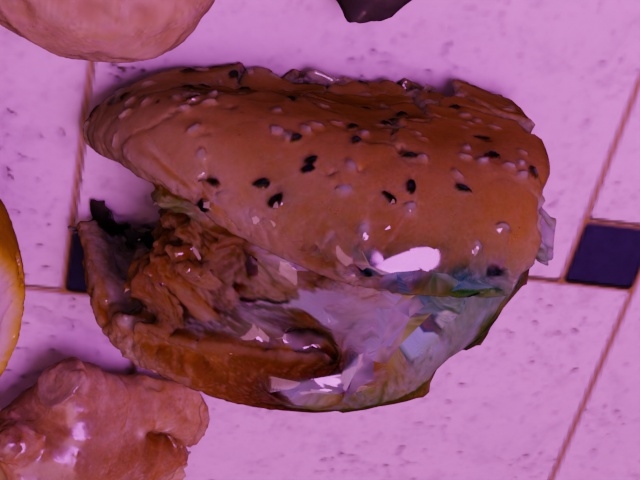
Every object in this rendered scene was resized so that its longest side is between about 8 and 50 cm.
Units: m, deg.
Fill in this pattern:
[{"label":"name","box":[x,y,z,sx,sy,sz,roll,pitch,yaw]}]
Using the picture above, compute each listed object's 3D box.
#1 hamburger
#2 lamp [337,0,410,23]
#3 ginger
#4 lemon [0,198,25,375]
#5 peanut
[{"label":"hamburger","box":[0.000,0.000,0.759,0.288,0.192,0.168,4,116,-9]},{"label":"lamp","box":[0.070,-0.206,0.665,0.101,0.101,0.250,15,135,-16]},{"label":"ginger","box":[-0.181,0.165,0.904,0.157,0.102,0.216,13,123,-48]},{"label":"lemon","box":[-0.298,0.023,0.715,0.219,0.240,0.240,34,125,18]},{"label":"peanut","box":[-0.123,-0.158,0.666,0.159,0.109,0.140,11,118,-17]}]
